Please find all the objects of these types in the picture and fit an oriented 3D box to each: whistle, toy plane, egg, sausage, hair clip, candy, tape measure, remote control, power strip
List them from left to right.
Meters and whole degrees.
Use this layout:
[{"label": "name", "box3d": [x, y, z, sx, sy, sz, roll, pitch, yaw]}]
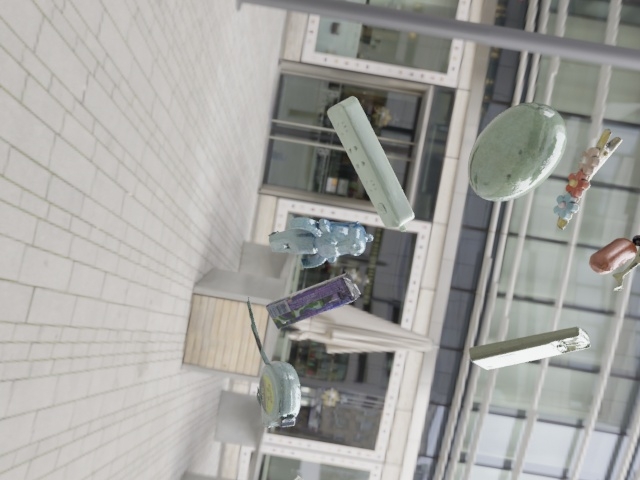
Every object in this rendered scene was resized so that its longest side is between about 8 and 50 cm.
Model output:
[{"label": "tape measure", "box3d": [-0.112, 0.292, 1.474, 0.164, 0.084, 0.329, -25, -111, 55]}, {"label": "candy", "box3d": [-0.026, 0.188, 1.834, 0.088, 0.313, 0.061, 64, 30, -5]}, {"label": "whistle", "box3d": [0.000, 0.000, 1.525, 0.180, 0.269, 0.093, 73, 13, -51]}, {"label": "power strip", "box3d": [0.138, -0.191, 1.580, 0.385, 0.062, 0.091, 62, -23, -10]}, {"label": "egg", "box3d": [0.415, -0.185, 1.271, 0.236, 0.169, 0.169, -48, -160, 34]}, {"label": "remote control", "box3d": [0.528, 0.271, 1.506, 0.123, 0.286, 0.038, 33, 45, -46]}, {"label": "hair clip", "box3d": [0.517, -0.120, 1.177, 0.213, 0.056, 0.062, -63, -159, 21]}, {"label": "sausage", "box3d": [0.894, 0.047, 1.818, 0.077, 0.194, 0.077, 39, -38, 39]}, {"label": "toy plane", "box3d": [1.019, 0.045, 1.871, 0.108, 0.092, 0.286, 59, -46, 30]}]

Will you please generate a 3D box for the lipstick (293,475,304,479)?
[{"label": "lipstick", "box3d": [-0.081, 0.657, 1.538, 0.129, 0.030, 0.030, -57, 172, 32]}]
